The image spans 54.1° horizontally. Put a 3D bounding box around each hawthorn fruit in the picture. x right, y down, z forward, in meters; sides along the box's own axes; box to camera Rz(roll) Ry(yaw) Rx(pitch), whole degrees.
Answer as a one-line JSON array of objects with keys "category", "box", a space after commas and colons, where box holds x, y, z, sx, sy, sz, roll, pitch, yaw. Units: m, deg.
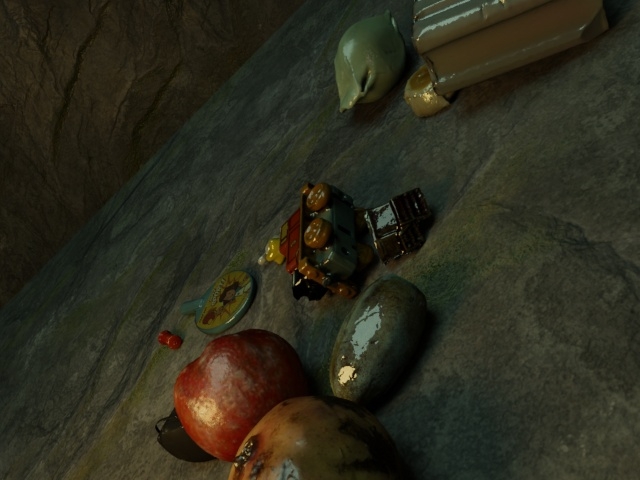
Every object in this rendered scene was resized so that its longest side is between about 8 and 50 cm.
[{"category": "hawthorn fruit", "box": [-0.160, 0.322, 1.312, 0.284, 0.284, 0.284, -32, 34, 25]}]

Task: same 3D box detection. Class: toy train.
[{"category": "toy train", "box": [0.000, 0.000, 1.580, 0.231, 0.163, 0.369, -45, 28, 31]}]

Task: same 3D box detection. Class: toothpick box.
[{"category": "toothpick box", "box": [-0.460, 0.305, 1.919, 0.083, 0.047, 0.047, 7, 60, 53]}]

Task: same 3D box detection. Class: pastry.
[{"category": "pastry", "box": [0.309, -0.425, 1.740, 0.166, 0.088, 0.165, -34, 33, 26]}]

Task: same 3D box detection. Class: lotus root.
[{"category": "lotus root", "box": [0.094, 0.215, 1.229, 0.158, 0.140, 0.322, 6, 62, 54]}]

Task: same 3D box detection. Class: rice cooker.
[{"category": "rice cooker", "box": [-0.286, 0.438, 1.455, 0.203, 0.142, 0.118, -17, 32, 30]}]

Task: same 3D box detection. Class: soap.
[{"category": "soap", "box": [0.450, -0.585, 1.541, 0.436, 0.213, 0.350, -18, 44, 22]}]

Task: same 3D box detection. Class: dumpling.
[{"category": "dumpling", "box": [0.159, -0.547, 1.982, 0.321, 0.269, 0.212, -33, 48, -22]}]

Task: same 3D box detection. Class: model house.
[{"category": "model house", "box": [0.188, -0.038, 1.459, 0.152, 0.106, 0.165, -24, 72, 16]}]

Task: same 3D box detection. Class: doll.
[{"category": "doll", "box": [-0.135, 0.021, 1.819, 0.135, 0.071, 0.113, -43, 22, 17]}]

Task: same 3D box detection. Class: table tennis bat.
[{"category": "table tennis bat", "box": [-0.313, 0.188, 1.877, 0.329, 0.044, 0.215, -12, 46, 42]}]

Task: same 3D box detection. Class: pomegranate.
[{"category": "pomegranate", "box": [-0.013, 0.410, 1.014, 0.322, 0.322, 0.322, -32, 34, 25]}]
